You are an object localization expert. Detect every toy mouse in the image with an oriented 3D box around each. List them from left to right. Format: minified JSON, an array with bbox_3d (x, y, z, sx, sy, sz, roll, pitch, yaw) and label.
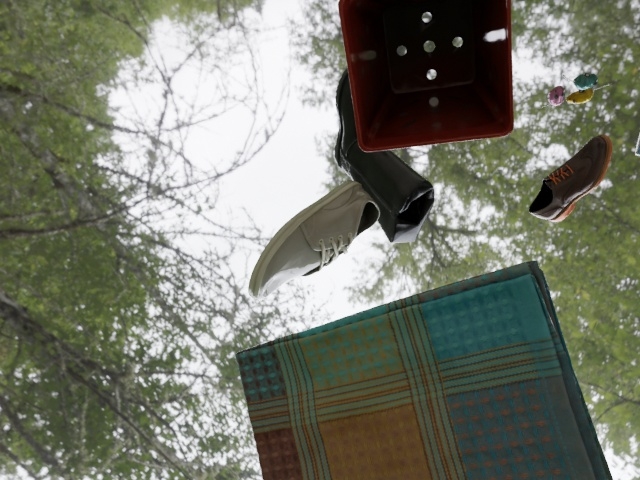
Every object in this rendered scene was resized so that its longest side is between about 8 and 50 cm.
[{"bbox_3d":[0.610,-0.362,1.315,0.161,0.143,0.031,-19,-111,30],"label":"toy mouse"}]

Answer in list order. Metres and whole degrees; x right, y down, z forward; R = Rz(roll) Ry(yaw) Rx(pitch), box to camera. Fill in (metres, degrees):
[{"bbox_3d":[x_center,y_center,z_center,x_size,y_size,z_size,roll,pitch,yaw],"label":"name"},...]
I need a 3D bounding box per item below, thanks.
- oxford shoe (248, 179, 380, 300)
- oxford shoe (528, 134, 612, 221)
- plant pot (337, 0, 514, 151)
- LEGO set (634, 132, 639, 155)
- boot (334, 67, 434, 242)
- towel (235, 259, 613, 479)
[{"bbox_3d":[0.000,0.000,1.313,0.130,0.169,0.449,36,-130,17],"label":"oxford shoe"},{"bbox_3d":[0.654,-0.160,1.426,0.099,0.271,0.096,7,-143,-22],"label":"oxford shoe"},{"bbox_3d":[0.199,-0.338,0.999,0.268,0.267,0.235,-4,-154,14],"label":"plant pot"},{"bbox_3d":[0.756,-0.275,1.074,0.183,0.244,0.060,11,-168,6],"label":"LEGO set"},{"bbox_3d":[0.177,-0.256,1.563,0.146,0.366,0.445,-11,-139,-13],"label":"boot"},{"bbox_3d":[0.090,0.202,0.582,0.371,0.040,0.271,-20,-104,20],"label":"towel"}]
